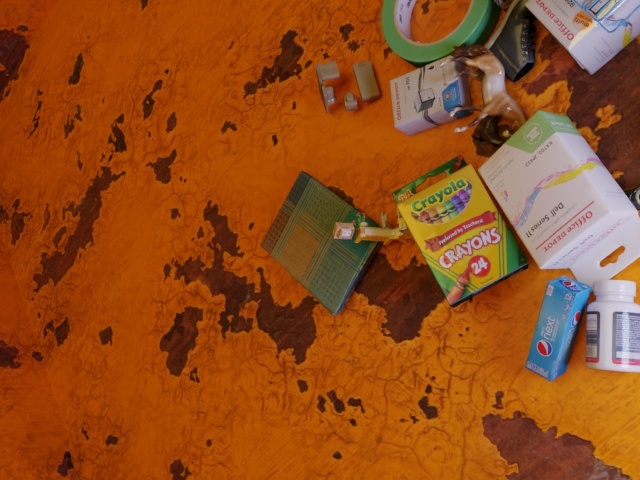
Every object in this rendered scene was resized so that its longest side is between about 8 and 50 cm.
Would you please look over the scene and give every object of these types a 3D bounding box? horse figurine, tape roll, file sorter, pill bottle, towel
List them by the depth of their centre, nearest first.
[{"bbox_3d":[0.545,-0.509,1.417,0.104,0.118,0.170,-48,59,25],"label":"file sorter"},{"bbox_3d":[0.597,0.174,1.458,0.107,0.108,0.180,-2,80,38],"label":"pill bottle"},{"bbox_3d":[0.383,-0.362,1.706,0.174,0.066,0.264,-12,78,9],"label":"horse figurine"},{"bbox_3d":[0.310,-0.607,1.864,0.321,0.077,0.322,-8,77,37],"label":"tape roll"},{"bbox_3d":[0.000,0.000,2.013,0.370,0.040,0.272,40,105,38],"label":"towel"}]

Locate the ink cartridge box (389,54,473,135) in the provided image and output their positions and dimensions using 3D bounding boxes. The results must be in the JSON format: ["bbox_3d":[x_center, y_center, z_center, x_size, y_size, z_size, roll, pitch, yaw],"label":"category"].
[{"bbox_3d":[0.281,-0.368,1.836,0.190,0.082,0.140,-15,72,34],"label":"ink cartridge box"}]

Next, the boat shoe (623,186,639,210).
[{"bbox_3d":[0.665,-0.090,1.494,0.152,0.049,0.056,-13,74,37],"label":"boat shoe"}]

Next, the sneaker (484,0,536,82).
[{"bbox_3d":[0.488,-0.488,1.693,0.118,0.083,0.222,51,130,27],"label":"sneaker"}]

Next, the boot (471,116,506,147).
[{"bbox_3d":[0.429,-0.288,1.734,0.106,0.037,0.114,29,95,36],"label":"boot"}]

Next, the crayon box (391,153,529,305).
[{"bbox_3d":[0.314,-0.032,1.666,0.202,0.081,0.319,-30,73,8],"label":"crayon box"}]

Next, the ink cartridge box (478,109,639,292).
[{"bbox_3d":[0.519,-0.079,1.540,0.207,0.119,0.354,-49,55,37],"label":"ink cartridge box"}]

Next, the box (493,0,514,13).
[{"bbox_3d":[0.513,-0.641,1.630,0.293,0.200,0.057,-25,67,32],"label":"box"}]

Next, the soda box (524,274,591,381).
[{"bbox_3d":[0.499,0.185,1.514,0.067,0.071,0.210,28,119,39],"label":"soda box"}]

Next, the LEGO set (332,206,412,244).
[{"bbox_3d":[0.175,-0.060,1.824,0.286,0.132,0.107,-8,69,14],"label":"LEGO set"}]

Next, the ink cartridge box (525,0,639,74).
[{"bbox_3d":[0.604,-0.516,1.552,0.232,0.168,0.171,-43,59,24],"label":"ink cartridge box"}]

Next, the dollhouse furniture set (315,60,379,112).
[{"bbox_3d":[0.078,-0.425,2.042,0.151,0.123,0.144,-13,69,-1],"label":"dollhouse furniture set"}]
